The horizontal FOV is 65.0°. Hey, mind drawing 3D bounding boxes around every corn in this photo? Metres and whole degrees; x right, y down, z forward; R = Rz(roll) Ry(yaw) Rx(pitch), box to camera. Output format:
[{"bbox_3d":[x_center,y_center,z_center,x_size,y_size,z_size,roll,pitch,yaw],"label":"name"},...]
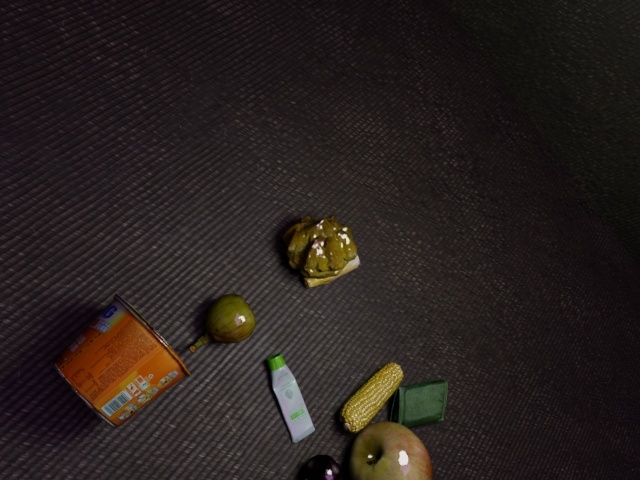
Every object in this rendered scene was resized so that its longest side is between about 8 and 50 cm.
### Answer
[{"bbox_3d":[0.165,0.526,1.677,0.310,0.101,0.101,-36,95,-39],"label":"corn"}]

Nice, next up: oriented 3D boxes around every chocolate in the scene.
[{"bbox_3d":[0.033,0.102,1.746,0.220,0.086,0.085,-25,89,-29],"label":"chocolate"}]

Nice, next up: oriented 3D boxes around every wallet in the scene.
[{"bbox_3d":[0.351,0.576,1.773,0.236,0.055,0.160,2,100,-34],"label":"wallet"}]

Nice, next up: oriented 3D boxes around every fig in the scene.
[{"bbox_3d":[-0.279,0.255,1.491,0.186,0.148,0.142,-45,120,6],"label":"fig"}]

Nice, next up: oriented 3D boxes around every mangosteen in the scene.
[{"bbox_3d":[-0.001,0.722,1.503,0.151,0.137,0.137,-38,96,-36],"label":"mangosteen"}]

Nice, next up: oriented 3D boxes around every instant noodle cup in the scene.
[{"bbox_3d":[-0.504,0.309,1.260,0.214,0.296,0.296,-43,98,-24],"label":"instant noodle cup"}]

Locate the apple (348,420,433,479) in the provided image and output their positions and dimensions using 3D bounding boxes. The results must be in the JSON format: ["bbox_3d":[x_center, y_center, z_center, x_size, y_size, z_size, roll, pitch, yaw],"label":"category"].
[{"bbox_3d":[0.225,0.704,1.569,0.234,0.257,0.256,35,60,-32],"label":"apple"}]

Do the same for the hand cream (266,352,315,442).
[{"bbox_3d":[-0.100,0.491,1.573,0.079,0.050,0.275,-21,91,-6],"label":"hand cream"}]

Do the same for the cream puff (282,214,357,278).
[{"bbox_3d":[0.000,0.014,1.671,0.244,0.196,0.243,11,64,-23],"label":"cream puff"}]
